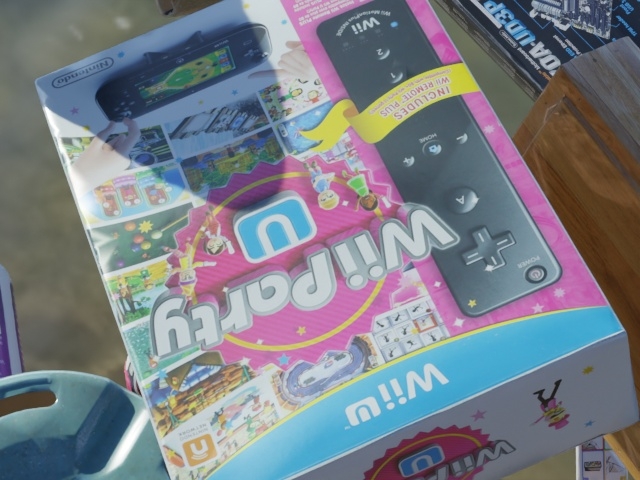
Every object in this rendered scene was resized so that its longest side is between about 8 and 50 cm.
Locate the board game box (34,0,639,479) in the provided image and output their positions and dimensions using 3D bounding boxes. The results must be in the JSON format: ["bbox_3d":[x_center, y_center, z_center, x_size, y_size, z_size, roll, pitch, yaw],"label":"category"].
[{"bbox_3d":[0.000,0.000,0.827,0.224,0.097,0.303,-24,54,-2],"label":"board game box"}]

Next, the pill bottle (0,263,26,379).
[{"bbox_3d":[-0.426,0.115,1.777,0.169,0.169,0.302,-8,68,-12],"label":"pill bottle"}]

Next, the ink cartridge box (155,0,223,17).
[{"bbox_3d":[-0.003,-0.241,1.017,0.234,0.088,0.193,-12,31,1],"label":"ink cartridge box"}]

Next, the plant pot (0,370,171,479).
[{"bbox_3d":[-0.220,0.280,1.270,0.341,0.334,0.341,4,63,-7],"label":"plant pot"}]

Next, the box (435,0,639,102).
[{"bbox_3d":[0.221,-0.200,1.304,0.175,0.051,0.220,-43,81,-4],"label":"box"}]

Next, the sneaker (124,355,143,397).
[{"bbox_3d":[-0.076,0.107,1.729,0.299,0.121,0.112,-22,14,-1],"label":"sneaker"}]

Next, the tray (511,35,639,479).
[{"bbox_3d":[0.260,0.089,1.027,0.076,0.203,0.411,-25,69,-31],"label":"tray"}]

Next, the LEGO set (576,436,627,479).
[{"bbox_3d":[0.354,0.282,1.599,0.182,0.244,0.060,-3,15,4],"label":"LEGO set"}]
